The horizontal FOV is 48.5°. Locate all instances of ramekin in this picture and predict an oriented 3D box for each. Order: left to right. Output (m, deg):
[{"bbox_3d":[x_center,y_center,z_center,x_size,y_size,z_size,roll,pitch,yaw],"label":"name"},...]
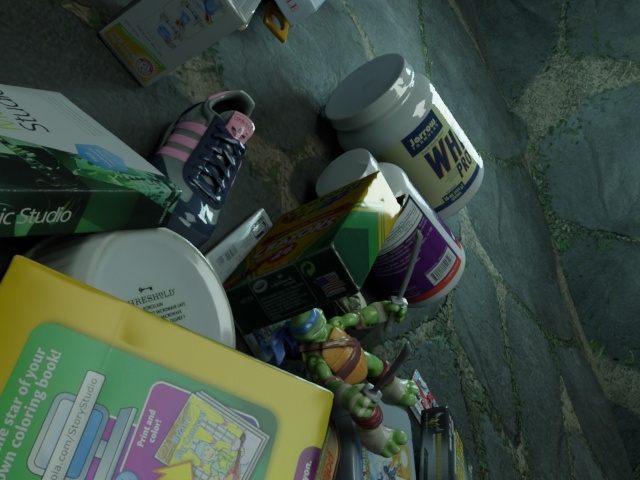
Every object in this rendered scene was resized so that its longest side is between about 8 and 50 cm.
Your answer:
[{"bbox_3d":[-0.211,0.102,0.790,0.273,0.127,0.273,37,42,-42],"label":"ramekin"}]

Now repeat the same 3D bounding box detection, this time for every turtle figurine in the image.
[{"bbox_3d":[0.090,0.184,1.031,0.266,0.274,0.198,59,7,-36],"label":"turtle figurine"}]

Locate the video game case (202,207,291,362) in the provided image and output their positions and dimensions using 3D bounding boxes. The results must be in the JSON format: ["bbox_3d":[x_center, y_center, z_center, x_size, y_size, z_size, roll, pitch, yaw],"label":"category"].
[{"bbox_3d":[-0.093,0.065,1.114,0.183,0.023,0.201,60,29,-11],"label":"video game case"}]

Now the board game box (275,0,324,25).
[{"bbox_3d":[-0.101,-0.611,1.454,0.319,0.066,0.318,57,17,-17],"label":"board game box"}]

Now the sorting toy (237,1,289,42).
[{"bbox_3d":[-0.185,-0.503,1.336,0.348,0.047,0.196,49,38,-29],"label":"sorting toy"}]

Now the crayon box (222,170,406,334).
[{"bbox_3d":[0.000,0.000,1.085,0.081,0.202,0.318,59,29,-14],"label":"crayon box"}]

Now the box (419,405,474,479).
[{"bbox_3d":[0.232,0.449,1.289,0.231,0.056,0.183,-75,145,-54],"label":"box"}]

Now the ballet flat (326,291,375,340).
[{"bbox_3d":[0.032,0.091,1.251,0.203,0.074,0.074,56,31,-18],"label":"ballet flat"}]

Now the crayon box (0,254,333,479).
[{"bbox_3d":[-0.183,0.244,0.574,0.313,0.106,0.363,27,61,-19],"label":"crayon box"}]

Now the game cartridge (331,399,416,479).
[{"bbox_3d":[0.089,0.394,1.152,0.198,0.062,0.297,39,40,-46],"label":"game cartridge"}]

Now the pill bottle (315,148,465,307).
[{"bbox_3d":[0.134,-0.024,1.383,0.323,0.181,0.181,47,35,-31],"label":"pill bottle"}]

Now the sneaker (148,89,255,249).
[{"bbox_3d":[-0.153,-0.117,0.969,0.112,0.131,0.319,45,21,-31],"label":"sneaker"}]

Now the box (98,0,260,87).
[{"bbox_3d":[-0.200,-0.328,1.028,0.103,0.203,0.114,52,31,-26],"label":"box"}]

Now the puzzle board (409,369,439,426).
[{"bbox_3d":[0.213,0.338,1.432,0.128,0.011,0.096,58,30,-14],"label":"puzzle board"}]

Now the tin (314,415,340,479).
[{"bbox_3d":[-0.022,0.327,1.034,0.106,0.040,0.190,49,34,-21],"label":"tin"}]

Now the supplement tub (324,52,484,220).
[{"bbox_3d":[0.182,-0.214,1.537,0.325,0.235,0.235,48,35,-30],"label":"supplement tub"}]

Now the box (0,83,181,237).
[{"bbox_3d":[-0.323,-0.087,0.687,0.232,0.058,0.322,36,21,23],"label":"box"}]
